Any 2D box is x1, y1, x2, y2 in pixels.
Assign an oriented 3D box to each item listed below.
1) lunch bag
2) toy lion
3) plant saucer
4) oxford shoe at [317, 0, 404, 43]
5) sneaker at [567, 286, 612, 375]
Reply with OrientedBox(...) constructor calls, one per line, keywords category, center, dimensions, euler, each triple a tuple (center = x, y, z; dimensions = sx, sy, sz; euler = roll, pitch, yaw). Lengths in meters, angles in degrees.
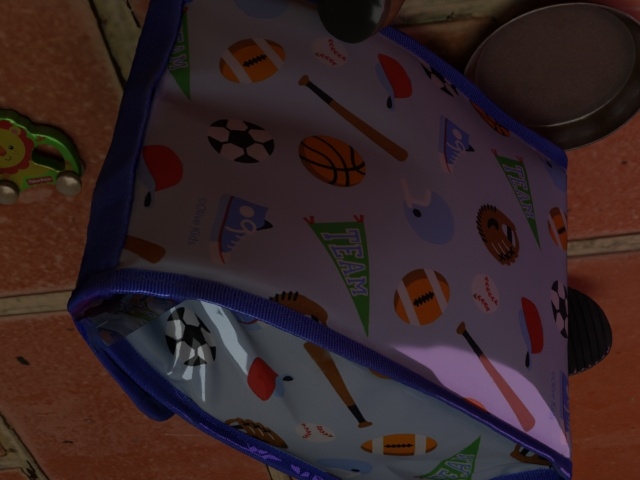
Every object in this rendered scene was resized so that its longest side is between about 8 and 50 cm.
OrientedBox(category="lunch bag", center=(0.000, 0.000, 0.811), dimensions=(0.385, 0.328, 0.239), euler=(32, 137, -31))
OrientedBox(category="toy lion", center=(-0.278, -0.082, 0.946), dimensions=(0.100, 0.034, 0.096), euler=(-7, 131, 6))
OrientedBox(category="plant saucer", center=(0.204, -0.144, 0.887), dimensions=(0.168, 0.029, 0.168), euler=(-1, 139, -1))
OrientedBox(category="oxford shoe", center=(0.054, -0.251, 0.739), dimensions=(0.076, 0.076, 0.212), euler=(31, 126, 18))
OrientedBox(category="sneaker", center=(0.153, 0.126, 1.150), dimensions=(0.330, 0.122, 0.146), euler=(-7, 157, 5))
